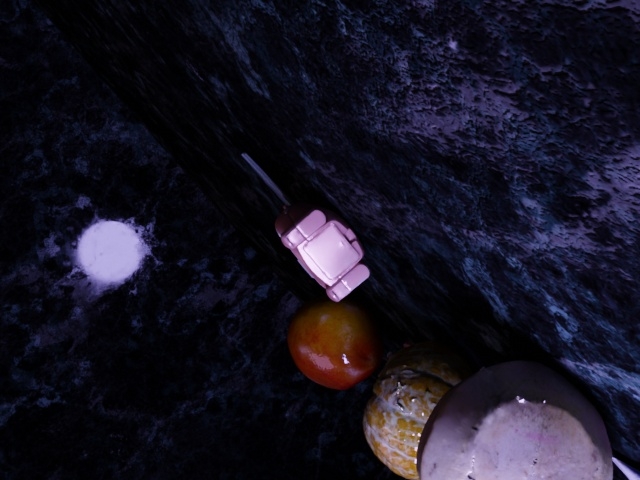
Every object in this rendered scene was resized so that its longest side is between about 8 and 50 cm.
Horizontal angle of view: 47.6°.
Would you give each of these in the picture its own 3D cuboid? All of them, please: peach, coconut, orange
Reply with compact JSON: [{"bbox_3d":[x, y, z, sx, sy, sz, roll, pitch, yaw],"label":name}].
[{"bbox_3d":[0.056,0.315,2.254,0.332,0.308,0.308,24,157,52],"label":"peach"},{"bbox_3d":[0.334,0.389,1.301,0.352,0.352,0.352,44,170,10],"label":"coconut"},{"bbox_3d":[0.239,0.400,1.725,0.249,0.329,0.329,22,165,9],"label":"orange"}]

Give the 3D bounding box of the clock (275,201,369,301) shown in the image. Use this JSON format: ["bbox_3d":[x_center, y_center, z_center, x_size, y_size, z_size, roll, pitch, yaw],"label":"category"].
[{"bbox_3d":[0.000,0.000,1.726,0.227,0.142,0.241,50,179,-19],"label":"clock"}]

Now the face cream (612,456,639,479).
[{"bbox_3d":[0.640,0.512,1.180,0.235,0.137,0.420,47,178,-11],"label":"face cream"}]

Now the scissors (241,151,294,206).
[{"bbox_3d":[-0.054,-0.067,1.932,0.447,0.029,0.192,47,169,-6],"label":"scissors"}]

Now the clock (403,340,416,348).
[{"bbox_3d":[0.324,0.367,2.003,0.244,0.056,0.244,43,171,9],"label":"clock"}]
